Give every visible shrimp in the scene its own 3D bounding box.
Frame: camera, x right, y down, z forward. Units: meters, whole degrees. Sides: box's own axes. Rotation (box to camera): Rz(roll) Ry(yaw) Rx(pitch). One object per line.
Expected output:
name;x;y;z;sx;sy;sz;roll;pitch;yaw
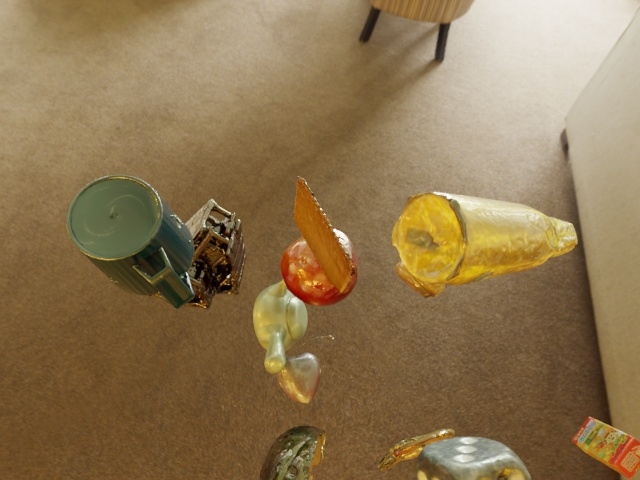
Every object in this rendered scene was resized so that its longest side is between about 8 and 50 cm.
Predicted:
shrimp;0.256;0.567;1.137;0.235;0.133;0.053;-27;67;10

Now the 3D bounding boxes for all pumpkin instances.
pumpkin;-0.053;0.394;0.749;0.111;0.163;0.279;13;27;6

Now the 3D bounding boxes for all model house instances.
model house;-0.372;0.089;1.428;0.282;0.297;0.317;41;34;-31

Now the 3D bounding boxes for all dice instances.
dice;0.320;0.528;0.873;0.183;0.182;0.182;-2;78;-21

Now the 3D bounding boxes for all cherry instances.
cherry;-0.030;0.380;1.197;0.187;0.115;0.148;-10;33;-14

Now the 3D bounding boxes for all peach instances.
peach;0.008;0.076;1.212;0.243;0.199;0.244;-17;52;22

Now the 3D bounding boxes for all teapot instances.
teapot;-0.125;0.281;1.272;0.148;0.220;0.319;-9;49;15

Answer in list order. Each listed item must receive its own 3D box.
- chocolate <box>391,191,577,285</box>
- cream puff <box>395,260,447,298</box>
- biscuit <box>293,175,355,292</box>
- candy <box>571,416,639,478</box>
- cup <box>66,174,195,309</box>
chocolate;0.352;-0.004;0.791;0.444;0.162;0.162;0;54;-33
cream puff;0.363;0.118;1.466;0.189;0.189;0.130;39;92;18
biscuit;0.000;0.000;0.908;0.013;0.237;0.232;-26;74;-14
candy;0.523;0.372;0.756;0.038;0.122;0.062;41;85;4
cup;-0.234;0.010;0.552;0.131;0.155;0.176;-39;79;-16
